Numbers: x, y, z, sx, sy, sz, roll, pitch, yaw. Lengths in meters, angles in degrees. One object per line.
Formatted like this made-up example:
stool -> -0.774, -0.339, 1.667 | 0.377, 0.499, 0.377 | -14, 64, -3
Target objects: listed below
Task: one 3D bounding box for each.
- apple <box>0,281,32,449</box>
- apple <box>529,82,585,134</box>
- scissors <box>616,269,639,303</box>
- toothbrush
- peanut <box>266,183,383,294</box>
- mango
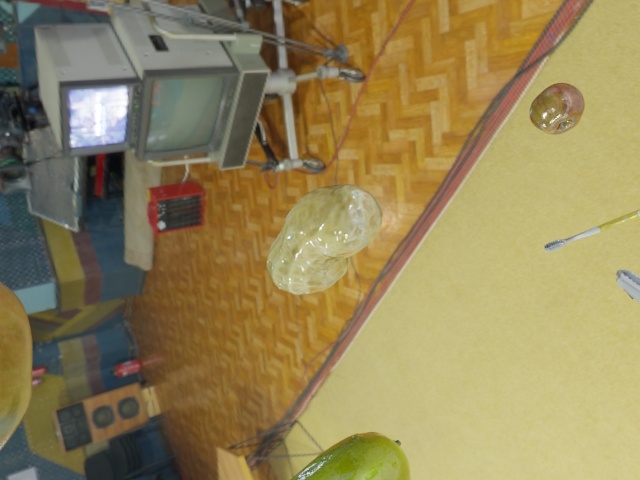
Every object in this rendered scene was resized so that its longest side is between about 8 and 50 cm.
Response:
apple -> -0.418, 0.132, 0.542 | 0.257, 0.234, 0.256 | -4, 85, 41
apple -> 0.565, -0.310, 1.335 | 0.126, 0.126, 0.101 | -60, 44, 49
scissors -> 0.648, 0.131, 1.041 | 0.242, 0.030, 0.118 | 36, 149, -3
toothbrush -> 0.637, -0.033, 1.243 | 0.024, 0.288, 0.021 | -5, -106, -82
peanut -> 0.000, 0.000, 1.001 | 0.146, 0.147, 0.305 | 62, 145, 23
mango -> 0.047, 0.431, 0.965 | 0.185, 0.273, 0.149 | -28, 80, 40
